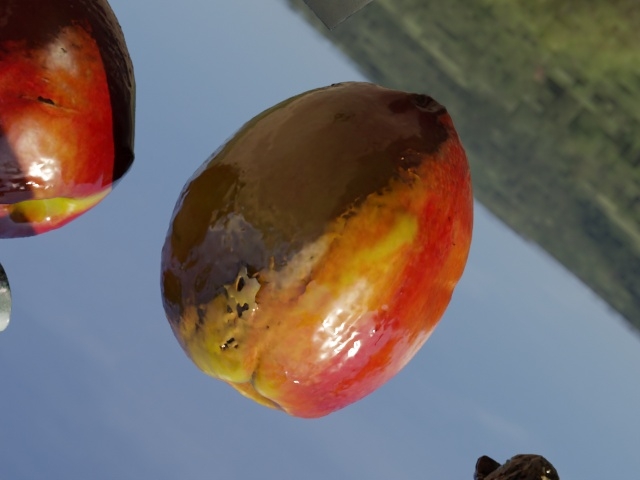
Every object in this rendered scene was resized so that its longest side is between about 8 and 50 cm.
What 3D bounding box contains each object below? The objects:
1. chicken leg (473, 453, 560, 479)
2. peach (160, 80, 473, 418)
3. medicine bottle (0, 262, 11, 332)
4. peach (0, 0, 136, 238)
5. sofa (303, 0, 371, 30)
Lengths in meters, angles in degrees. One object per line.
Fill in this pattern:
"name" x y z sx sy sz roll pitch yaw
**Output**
"chicken leg" 0.163 0.285 1.915 0.125 0.196 0.080 18 130 50
"peach" 0.002 0.001 1.918 0.289 0.373 0.372 26 -175 18
"medicine bottle" -0.514 0.084 2.171 0.293 0.141 0.141 -10 -138 -36
"peach" -0.332 -0.177 1.940 0.281 0.281 0.338 19 -130 -65
"sofa" 0.044 -0.206 1.208 0.060 0.085 0.147 48 147 -8
